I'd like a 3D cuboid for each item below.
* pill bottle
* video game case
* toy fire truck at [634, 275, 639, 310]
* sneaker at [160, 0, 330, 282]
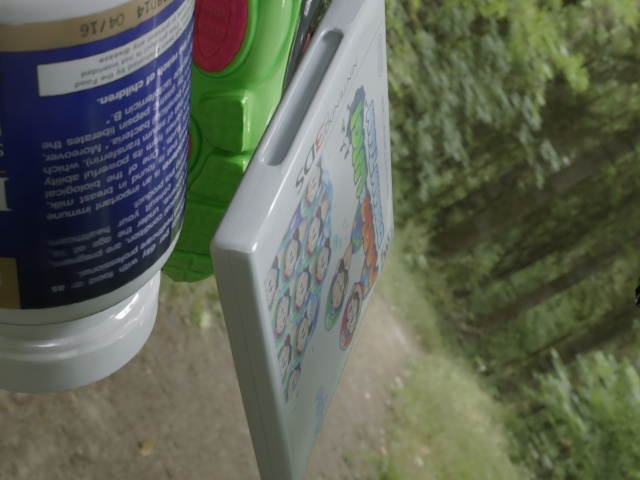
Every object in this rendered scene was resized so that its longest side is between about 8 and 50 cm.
[{"bbox_3d":[-0.138,-0.056,0.589,0.265,0.153,0.153,98,-24,-45],"label":"pill bottle"},{"bbox_3d":[0.000,0.000,0.481,0.157,0.019,0.143,84,23,-50],"label":"video game case"},{"bbox_3d":[0.244,-0.011,0.354,0.158,0.217,0.246,36,-5,-6],"label":"toy fire truck"},{"bbox_3d":[-0.056,-0.157,0.906,0.185,0.483,0.202,36,41,13],"label":"sneaker"}]
